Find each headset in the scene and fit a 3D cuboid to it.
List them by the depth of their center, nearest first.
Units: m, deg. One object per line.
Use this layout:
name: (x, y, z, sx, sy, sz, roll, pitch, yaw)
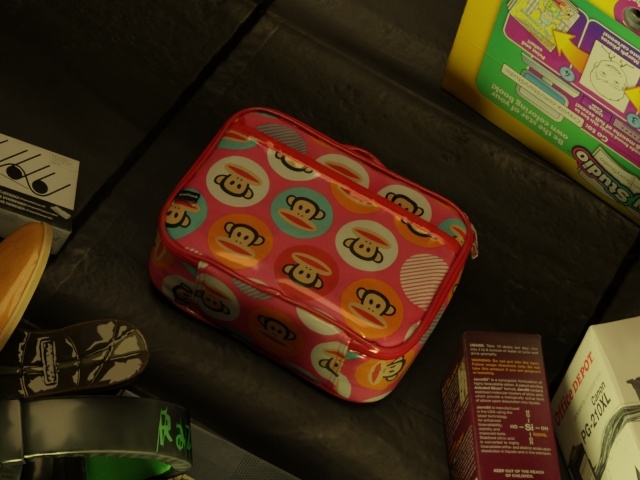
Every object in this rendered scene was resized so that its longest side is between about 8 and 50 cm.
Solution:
headset: (-0.305, 0.157, 1.524, 0.394, 0.243, 0.185, -8, 75, 3)

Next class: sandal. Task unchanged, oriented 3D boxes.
sandal: (-0.270, 0.116, 1.731, 0.219, 0.060, 0.090, -6, 71, -1)

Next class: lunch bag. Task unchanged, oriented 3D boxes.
lunch bag: (0.000, 0.000, 1.842, 0.293, 0.120, 0.258, 28, 51, 7)

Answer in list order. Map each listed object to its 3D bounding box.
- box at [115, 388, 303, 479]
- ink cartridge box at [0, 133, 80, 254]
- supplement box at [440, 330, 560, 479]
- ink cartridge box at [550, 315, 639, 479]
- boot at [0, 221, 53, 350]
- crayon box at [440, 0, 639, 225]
box: (-0.127, 0.264, 1.659, 0.232, 0.059, 0.183, 27, 55, 8)
ink cartridge box: (-0.345, -0.064, 1.814, 0.207, 0.046, 0.097, 20, 46, -21)
supplement box: (0.170, 0.192, 1.739, 0.080, 0.104, 0.188, 3, 55, -9)
ink cartridge box: (0.309, 0.211, 1.710, 0.100, 0.172, 0.237, -7, 57, -16)
boot: (-0.395, 0.061, 1.632, 0.211, 0.104, 0.295, 35, 86, -18)
crayon box: (0.322, -0.180, 1.901, 0.363, 0.313, 0.106, 37, 60, 15)
